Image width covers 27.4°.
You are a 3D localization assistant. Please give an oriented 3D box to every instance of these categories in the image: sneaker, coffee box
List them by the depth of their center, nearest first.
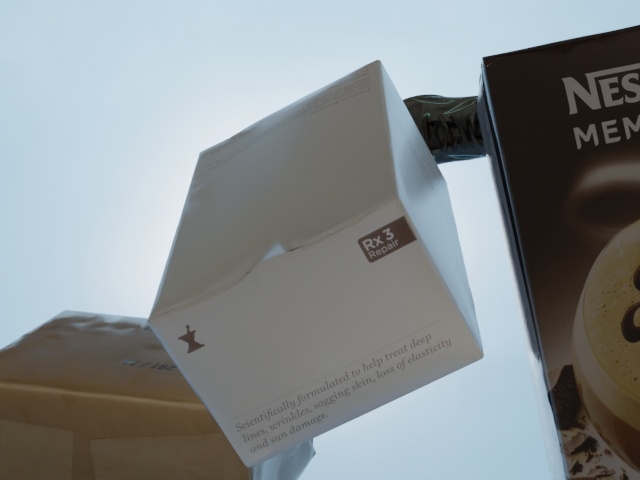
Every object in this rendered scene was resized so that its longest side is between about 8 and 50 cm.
[{"bbox_3d":[0.193,0.040,0.703,0.168,0.119,0.297,-12,-99,4],"label":"coffee box"},{"bbox_3d":[0.186,-0.152,1.721,0.267,0.106,0.101,-12,-87,-2],"label":"sneaker"}]

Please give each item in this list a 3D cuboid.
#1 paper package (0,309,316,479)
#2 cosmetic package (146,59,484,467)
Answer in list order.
[{"bbox_3d":[-0.188,0.200,1.424,0.324,0.168,0.309,4,-168,13],"label":"paper package"},{"bbox_3d":[0.000,0.000,1.128,0.217,0.156,0.385,-26,-159,13],"label":"cosmetic package"}]
